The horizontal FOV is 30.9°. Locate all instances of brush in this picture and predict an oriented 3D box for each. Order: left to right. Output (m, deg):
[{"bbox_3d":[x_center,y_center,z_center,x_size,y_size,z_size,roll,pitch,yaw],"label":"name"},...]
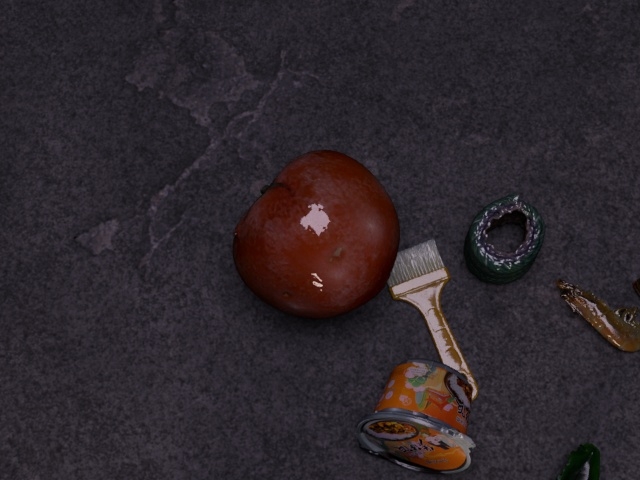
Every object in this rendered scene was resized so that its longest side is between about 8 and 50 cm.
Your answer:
[{"bbox_3d":[0.189,0.135,1.873,0.103,0.013,0.272,-21,73,-6],"label":"brush"}]

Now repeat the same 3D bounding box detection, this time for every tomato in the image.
[{"bbox_3d":[0.000,0.000,1.793,0.264,0.265,0.265,0,71,0],"label":"tomato"}]

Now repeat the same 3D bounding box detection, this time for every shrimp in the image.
[{"bbox_3d":[0.474,0.095,1.873,0.178,0.034,0.124,41,73,11],"label":"shrimp"}]

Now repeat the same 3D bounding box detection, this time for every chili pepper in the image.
[{"bbox_3d":[0.367,0.406,1.754,0.108,0.062,0.216,24,71,8],"label":"chili pepper"}]

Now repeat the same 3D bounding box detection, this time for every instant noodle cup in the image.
[{"bbox_3d":[0.158,0.260,1.761,0.208,0.178,0.125,-1,51,32],"label":"instant noodle cup"}]

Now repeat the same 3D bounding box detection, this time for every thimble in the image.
[{"bbox_3d":[0.299,0.001,1.877,0.135,0.090,0.118,-43,78,-15],"label":"thimble"}]
